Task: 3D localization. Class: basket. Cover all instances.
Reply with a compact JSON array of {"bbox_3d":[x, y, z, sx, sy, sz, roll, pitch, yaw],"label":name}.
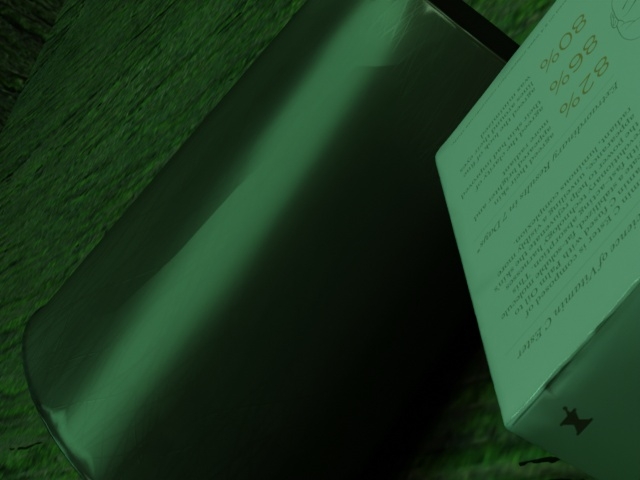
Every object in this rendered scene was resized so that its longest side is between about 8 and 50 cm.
[{"bbox_3d":[0.000,0.000,0.698,0.227,0.154,0.204,-52,22,14],"label":"basket"}]

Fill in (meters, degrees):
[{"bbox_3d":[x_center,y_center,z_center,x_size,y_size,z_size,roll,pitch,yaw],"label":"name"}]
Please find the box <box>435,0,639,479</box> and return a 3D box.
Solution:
[{"bbox_3d":[0.116,-0.015,0.501,0.130,0.091,0.170,-52,21,23],"label":"box"}]
